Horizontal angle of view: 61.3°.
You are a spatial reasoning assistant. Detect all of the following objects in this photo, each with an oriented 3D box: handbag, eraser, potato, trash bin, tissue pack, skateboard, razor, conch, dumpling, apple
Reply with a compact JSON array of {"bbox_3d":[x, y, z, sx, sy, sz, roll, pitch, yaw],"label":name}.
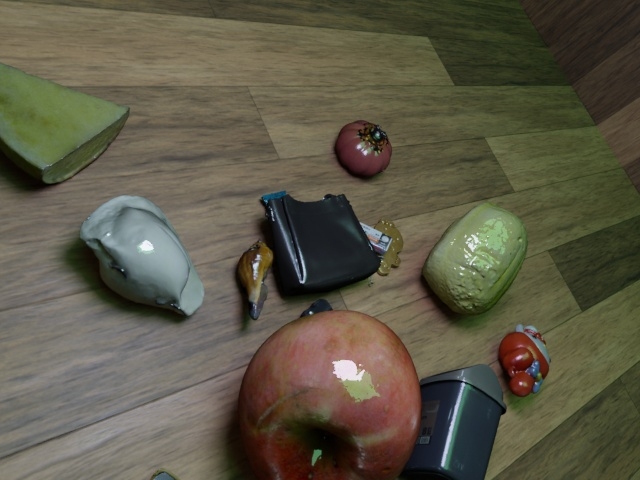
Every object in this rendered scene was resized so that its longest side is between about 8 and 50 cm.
[{"bbox_3d":[0.000,0.000,1.369,0.285,0.113,0.257,-8,74,-39],"label":"handbag"},{"bbox_3d":[0.135,-0.008,1.509,0.122,0.029,0.052,27,54,7],"label":"eraser"},{"bbox_3d":[-0.591,-0.263,1.136,0.255,0.112,0.269,39,46,-5],"label":"potato"},{"bbox_3d":[0.311,0.439,1.284,0.182,0.209,0.291,36,55,-14],"label":"trash bin"},{"bbox_3d":[-0.095,-0.062,1.409,0.085,0.028,0.138,-17,80,-45],"label":"tissue pack"},{"bbox_3d":[0.150,0.080,1.479,0.063,0.032,0.084,4,75,-27],"label":"skateboard"},{"bbox_3d":[0.020,0.217,1.308,0.090,0.054,0.148,-36,88,-42],"label":"razor"},{"bbox_3d":[-0.156,0.083,1.249,0.080,0.086,0.233,0,59,12],"label":"conch"},{"bbox_3d":[-0.354,0.027,1.121,0.175,0.244,0.227,-5,38,6],"label":"dumpling"},{"bbox_3d":[0.021,0.312,1.064,0.363,0.364,0.364,16,56,-26],"label":"apple"}]

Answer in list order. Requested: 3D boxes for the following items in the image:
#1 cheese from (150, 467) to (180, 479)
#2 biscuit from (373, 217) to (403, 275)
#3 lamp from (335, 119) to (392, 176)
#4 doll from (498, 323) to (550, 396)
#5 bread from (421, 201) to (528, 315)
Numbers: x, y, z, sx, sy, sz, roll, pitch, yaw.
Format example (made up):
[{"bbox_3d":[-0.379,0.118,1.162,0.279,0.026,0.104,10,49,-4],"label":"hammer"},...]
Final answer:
[{"bbox_3d":[-0.253,0.493,0.977,0.162,0.036,0.086,42,46,-7],"label":"cheese"},{"bbox_3d":[0.186,0.018,1.556,0.133,0.027,0.184,48,49,1],"label":"biscuit"},{"bbox_3d":[0.135,-0.281,1.621,0.181,0.140,0.182,14,57,-22],"label":"lamp"},{"bbox_3d":[0.594,0.344,1.577,0.161,0.129,0.290,60,34,1],"label":"doll"},{"bbox_3d":[0.446,0.054,1.531,0.237,0.321,0.320,36,47,14],"label":"bread"}]
